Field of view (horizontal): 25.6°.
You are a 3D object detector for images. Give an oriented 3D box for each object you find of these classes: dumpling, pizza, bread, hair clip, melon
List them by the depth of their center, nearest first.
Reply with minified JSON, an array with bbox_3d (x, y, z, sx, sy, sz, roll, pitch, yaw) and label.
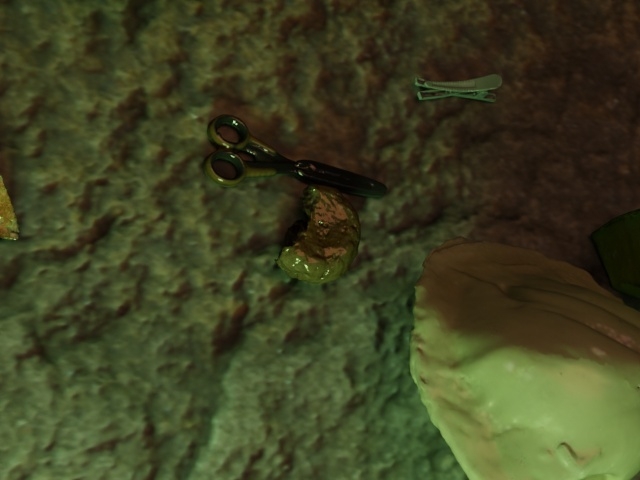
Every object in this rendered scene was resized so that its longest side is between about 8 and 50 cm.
[{"bbox_3d":[-0.335,-0.025,1.403,0.078,0.025,0.083,47,72,-16],"label":"pizza"},{"bbox_3d":[0.239,0.116,1.495,0.395,0.233,0.315,-24,74,-47],"label":"dumpling"},{"bbox_3d":[0.000,0.000,1.530,0.082,0.060,0.113,30,58,-9],"label":"bread"},{"bbox_3d":[0.464,0.017,1.603,0.196,0.323,0.124,13,81,-17],"label":"melon"},{"bbox_3d":[0.169,-0.190,1.719,0.115,0.039,0.030,-5,63,-25],"label":"hair clip"}]

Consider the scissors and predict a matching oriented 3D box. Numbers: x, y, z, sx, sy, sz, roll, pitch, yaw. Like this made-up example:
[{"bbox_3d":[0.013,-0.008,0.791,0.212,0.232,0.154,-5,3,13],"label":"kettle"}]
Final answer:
[{"bbox_3d":[-0.025,-0.081,1.584,0.220,0.017,0.088,14,60,-20],"label":"scissors"}]
